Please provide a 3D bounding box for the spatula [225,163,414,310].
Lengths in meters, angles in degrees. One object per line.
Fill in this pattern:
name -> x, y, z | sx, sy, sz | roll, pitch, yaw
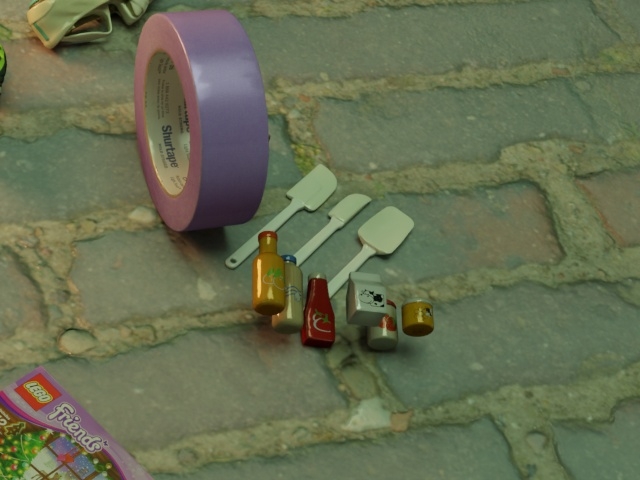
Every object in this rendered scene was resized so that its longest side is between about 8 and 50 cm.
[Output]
spatula -> 0.000, 0.000, 1.938 | 0.168, 0.019, 0.242 | 35, 49, 13

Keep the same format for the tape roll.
tape roll -> -0.155, -0.152, 1.849 | 0.090, 0.275, 0.275 | -8, 53, -22

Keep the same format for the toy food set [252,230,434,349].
toy food set -> 0.022, 0.064, 1.816 | 0.232, 0.111, 0.104 | 6, 59, -14

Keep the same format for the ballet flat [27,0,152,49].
ballet flat -> -0.306, -0.337, 2.108 | 0.248, 0.086, 0.086 | -28, 63, -32

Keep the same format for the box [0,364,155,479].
box -> -0.286, 0.291, 1.572 | 0.293, 0.057, 0.201 | 41, 50, 19

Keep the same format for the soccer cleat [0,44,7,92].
soccer cleat -> -0.448, -0.188, 1.926 | 0.060, 0.072, 0.179 | 5, 54, -9
